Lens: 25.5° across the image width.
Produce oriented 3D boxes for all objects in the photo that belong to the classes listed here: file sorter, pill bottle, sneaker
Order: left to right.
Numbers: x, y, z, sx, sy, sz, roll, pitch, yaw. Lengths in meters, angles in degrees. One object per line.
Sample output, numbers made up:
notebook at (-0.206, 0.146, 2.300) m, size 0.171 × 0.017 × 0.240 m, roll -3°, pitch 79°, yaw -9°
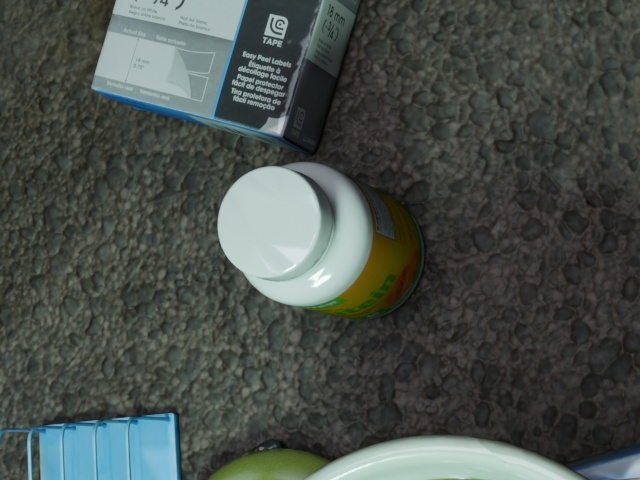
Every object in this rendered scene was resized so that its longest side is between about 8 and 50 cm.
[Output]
file sorter at (-0.246, 0.248, 1.499) m, size 0.170 × 0.104 × 0.118 m, roll -8°, pitch 80°, yaw 21°
sneaker at (-0.075, 0.236, 1.467) m, size 0.083 × 0.035 × 0.031 m, roll -38°, pitch 71°, yaw 13°
pill bottle at (0.000, 0.000, 1.356) m, size 0.136 × 0.246 × 0.136 m, roll -3°, pitch 81°, yaw 22°

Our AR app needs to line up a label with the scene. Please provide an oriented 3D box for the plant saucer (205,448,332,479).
plant saucer at (-0.041, 0.331, 1.418) m, size 0.241 × 0.037 × 0.241 m, roll 0°, pitch 90°, yaw 18°

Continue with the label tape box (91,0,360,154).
label tape box at (-0.080, -0.284, 1.509) m, size 0.241 × 0.106 × 0.333 m, roll 16°, pitch 89°, yaw 23°

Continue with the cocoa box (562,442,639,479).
cocoa box at (0.233, 0.306, 1.219) m, size 0.347 × 0.231 × 0.228 m, roll -19°, pitch 79°, yaw 20°

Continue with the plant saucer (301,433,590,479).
plant saucer at (0.111, 0.347, 1.084) m, size 0.400 × 0.100 × 0.400 m, roll -1°, pitch 87°, yaw 22°
